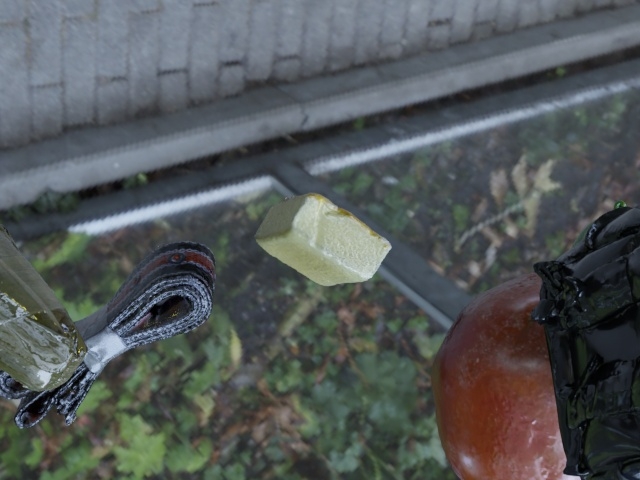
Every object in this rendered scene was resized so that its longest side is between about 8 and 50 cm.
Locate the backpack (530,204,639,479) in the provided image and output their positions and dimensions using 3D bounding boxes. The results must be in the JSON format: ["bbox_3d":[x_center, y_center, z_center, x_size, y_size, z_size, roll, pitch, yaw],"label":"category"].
[{"bbox_3d":[0.216,0.071,0.741,0.133,0.206,0.258,-1,165,-4],"label":"backpack"}]

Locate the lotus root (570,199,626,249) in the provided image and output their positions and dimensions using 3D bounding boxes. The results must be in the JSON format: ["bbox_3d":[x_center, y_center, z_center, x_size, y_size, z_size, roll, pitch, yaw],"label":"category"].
[{"bbox_3d":[0.445,0.024,1.712,0.186,0.186,0.186,-19,127,-28],"label":"lotus root"}]

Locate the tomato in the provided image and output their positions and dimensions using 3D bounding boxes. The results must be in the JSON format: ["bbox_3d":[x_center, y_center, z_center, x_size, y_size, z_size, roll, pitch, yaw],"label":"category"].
[{"bbox_3d":[0.192,0.134,1.009,0.232,0.188,0.232,-56,159,-34],"label":"tomato"}]

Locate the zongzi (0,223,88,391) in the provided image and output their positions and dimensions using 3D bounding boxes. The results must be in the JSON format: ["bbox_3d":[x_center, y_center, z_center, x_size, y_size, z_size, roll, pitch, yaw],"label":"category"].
[{"bbox_3d":[-0.271,0.049,0.872,0.078,0.160,0.176,-50,163,9],"label":"zongzi"}]

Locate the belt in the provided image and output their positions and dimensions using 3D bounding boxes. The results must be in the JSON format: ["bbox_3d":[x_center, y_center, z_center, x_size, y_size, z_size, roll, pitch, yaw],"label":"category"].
[{"bbox_3d":[-0.284,0.124,1.521,0.359,0.094,0.126,-36,110,19],"label":"belt"}]

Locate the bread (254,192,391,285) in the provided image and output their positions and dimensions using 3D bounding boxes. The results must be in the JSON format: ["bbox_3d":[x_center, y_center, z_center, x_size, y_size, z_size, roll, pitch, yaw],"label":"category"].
[{"bbox_3d":[0.001,0.000,1.438,0.125,0.188,0.068,33,77,-12],"label":"bread"}]
